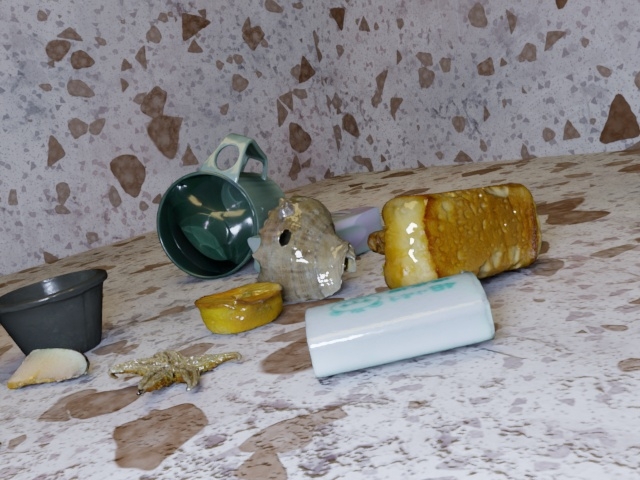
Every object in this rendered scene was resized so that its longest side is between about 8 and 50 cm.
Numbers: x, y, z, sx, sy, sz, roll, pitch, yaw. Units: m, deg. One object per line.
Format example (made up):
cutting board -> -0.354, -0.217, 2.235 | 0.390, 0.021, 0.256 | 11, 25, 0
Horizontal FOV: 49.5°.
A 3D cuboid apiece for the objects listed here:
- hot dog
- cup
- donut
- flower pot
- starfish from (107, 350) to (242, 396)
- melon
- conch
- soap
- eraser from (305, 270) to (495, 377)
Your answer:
hot dog -> 0.251, -0.003, 1.395 | 0.405, 0.185, 0.223 | -9, -4, -39
cup -> -0.253, -0.099, 2.122 | 0.401, 0.310, 0.392 | -46, -4, 18
donut -> -0.169, 0.146, 1.488 | 0.174, 0.074, 0.190 | -4, 9, 43
flower pot -> -0.597, 0.177, 1.579 | 0.269, 0.166, 0.269 | -15, 12, 3
starfish -> -0.258, 0.230, 1.233 | 0.241, 0.043, 0.227 | -11, 13, -7
melon -> -0.527, 0.256, 1.396 | 0.182, 0.054, 0.098 | -10, 17, 14
conch -> -0.061, 0.020, 1.623 | 0.186, 0.263, 0.324 | 30, -3, -28
soap -> 0.000, 0.000, 1.926 | 0.347, 0.115, 0.208 | -18, 13, -28
eraser -> 0.124, 0.135, 1.133 | 0.290, 0.104, 0.189 | -13, 14, 2
